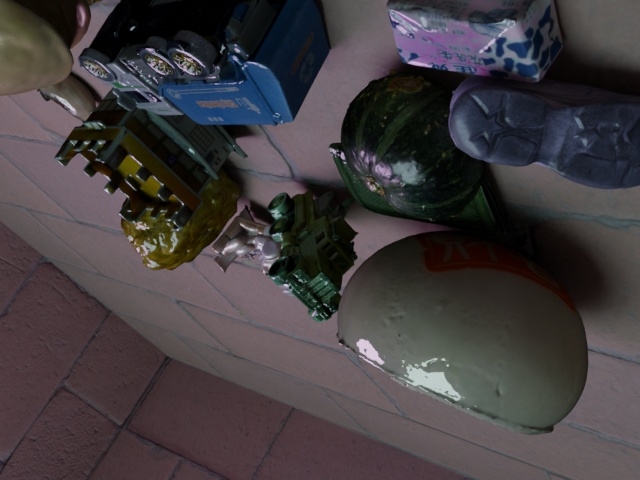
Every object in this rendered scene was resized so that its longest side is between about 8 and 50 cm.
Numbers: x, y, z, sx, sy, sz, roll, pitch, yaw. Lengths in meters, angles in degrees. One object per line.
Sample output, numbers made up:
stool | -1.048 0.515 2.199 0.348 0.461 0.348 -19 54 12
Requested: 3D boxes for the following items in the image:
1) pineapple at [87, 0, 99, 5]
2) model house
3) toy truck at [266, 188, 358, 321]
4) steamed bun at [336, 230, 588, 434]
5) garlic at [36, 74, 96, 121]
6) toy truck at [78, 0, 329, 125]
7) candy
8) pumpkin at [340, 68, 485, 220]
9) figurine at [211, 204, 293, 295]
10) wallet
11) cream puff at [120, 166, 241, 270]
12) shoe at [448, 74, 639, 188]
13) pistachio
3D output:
pineapple | -0.456 -0.354 1.274 0.250 0.140 0.164 26 161 5
model house | -0.267 -0.154 1.347 0.198 0.215 0.224 10 152 50
toy truck | -0.002 0.003 1.357 0.135 0.259 0.128 -33 117 22
steamed bun | 0.218 0.115 1.221 0.374 0.241 0.374 24 -177 -2
garlic | -0.471 -0.275 1.586 0.152 0.066 0.084 37 -173 -5
toy truck | -0.156 -0.246 1.084 0.367 0.146 0.175 10 155 44
candy | 0.152 -0.216 0.825 0.160 0.073 0.092 17 154 33
pumpkin | 0.113 -0.114 1.007 0.190 0.146 0.190 28 162 10
figurine | -0.089 0.040 1.650 0.237 0.141 0.162 28 172 5
wallet | 0.140 -0.079 1.185 0.236 0.055 0.160 12 157 33
cream puff | -0.268 -0.057 1.577 0.196 0.244 0.244 52 154 -16
shoe | 0.248 -0.125 0.866 0.245 0.137 0.095 7 117 -3
pistachio | -0.471 -0.293 1.083 0.321 0.229 0.238 6 154 2
